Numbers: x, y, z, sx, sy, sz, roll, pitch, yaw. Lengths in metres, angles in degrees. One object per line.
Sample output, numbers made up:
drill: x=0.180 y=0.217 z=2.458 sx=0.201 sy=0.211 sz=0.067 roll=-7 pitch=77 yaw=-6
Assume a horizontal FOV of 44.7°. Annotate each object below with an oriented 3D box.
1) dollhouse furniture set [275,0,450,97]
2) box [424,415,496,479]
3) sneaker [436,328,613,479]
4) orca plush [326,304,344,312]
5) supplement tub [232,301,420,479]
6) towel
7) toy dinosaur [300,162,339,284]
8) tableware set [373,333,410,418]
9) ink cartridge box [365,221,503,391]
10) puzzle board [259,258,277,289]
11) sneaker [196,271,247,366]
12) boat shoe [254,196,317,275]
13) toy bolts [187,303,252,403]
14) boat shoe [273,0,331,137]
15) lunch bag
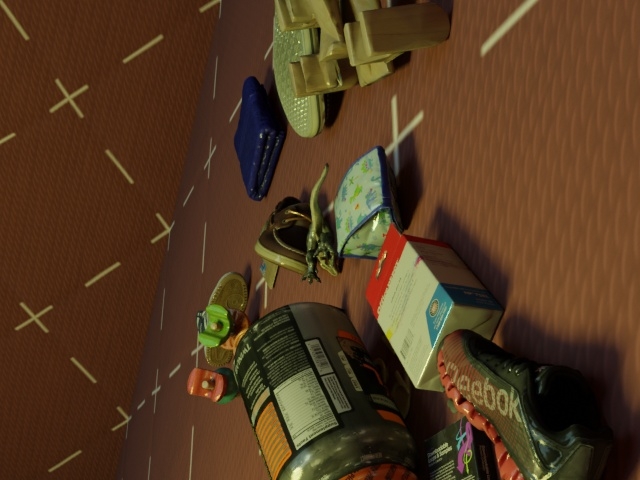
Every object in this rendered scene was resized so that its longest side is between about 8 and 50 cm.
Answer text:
dollhouse furniture set: x=0.090 y=-0.479 z=1.354 sx=0.362 sy=0.257 sz=0.394 roll=177 pitch=80 yaw=-70
box: x=0.174 y=0.307 z=0.953 sx=0.116 sy=0.029 sz=0.162 roll=127 pitch=145 yaw=-51
sneaker: x=0.211 y=0.162 z=0.816 sx=0.276 sy=0.098 sz=0.135 roll=-119 pitch=42 yaw=-57
orca plush: x=0.021 y=0.254 z=1.363 sx=0.151 sy=0.102 sz=0.287 roll=50 pitch=-134 yaw=-54
supplement tub: x=0.009 y=0.266 z=1.125 sx=0.338 sy=0.207 sz=0.207 roll=61 pitch=139 yaw=46
towel: x=-0.166 y=-0.274 z=2.080 sx=0.308 sy=0.076 sz=0.227 roll=-109 pitch=27 yaw=-51
toy dinosaur: x=0.000 y=0.000 z=1.358 sx=0.268 sy=0.064 sz=0.118 roll=88 pitch=-174 yaw=-51
tableware set: x=0.112 y=0.187 z=1.186 sx=0.141 sy=0.020 sz=0.168 roll=-143 pitch=64 yaw=-67
ink cartridge box: x=0.144 y=0.084 z=1.059 sx=0.231 sy=0.078 sz=0.134 roll=-117 pitch=42 yaw=-59
puzzle board: x=-0.121 y=0.051 z=1.892 sx=0.128 sy=0.011 sz=0.096 roll=-129 pitch=50 yaw=-65
sneaker: x=-0.274 y=0.186 z=2.121 sx=0.153 sy=0.099 sz=0.282 roll=-122 pitch=42 yaw=-59
boat shoe: x=-0.055 y=-0.022 z=1.582 sx=0.342 sy=0.123 sz=0.123 roll=-108 pitch=42 yaw=-77
toy bolts: x=-0.192 y=0.290 z=1.878 sx=0.218 sy=0.158 sz=0.228 roll=17 pitch=87 yaw=30
boat shoe: x=-0.008 y=-0.466 z=1.620 sx=0.187 sy=0.156 sz=0.499 roll=180 pitch=87 yaw=-65
lunch bag: x=0.082 y=-0.060 z=1.266 sx=0.151 sy=0.096 sz=0.128 roll=110 pitch=160 yaw=-53
